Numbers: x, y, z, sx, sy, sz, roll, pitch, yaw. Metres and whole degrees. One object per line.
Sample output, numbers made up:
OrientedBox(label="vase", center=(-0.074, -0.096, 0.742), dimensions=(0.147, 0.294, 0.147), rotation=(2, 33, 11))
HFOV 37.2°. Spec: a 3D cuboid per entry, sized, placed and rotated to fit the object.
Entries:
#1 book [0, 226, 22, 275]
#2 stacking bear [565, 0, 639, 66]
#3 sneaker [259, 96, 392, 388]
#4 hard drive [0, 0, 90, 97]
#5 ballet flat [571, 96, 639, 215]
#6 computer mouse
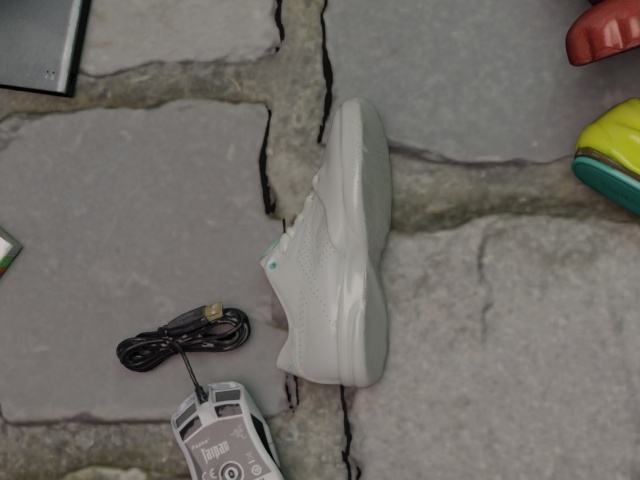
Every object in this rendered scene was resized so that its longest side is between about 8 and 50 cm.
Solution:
OrientedBox(label="book", center=(-0.326, 0.032, 0.783), dimensions=(0.096, 0.035, 0.144), rotation=(39, 94, 9))
OrientedBox(label="stacking bear", center=(0.204, -0.277, 0.608), dimensions=(0.175, 0.164, 0.289), rotation=(-17, 95, 16))
OrientedBox(label="sneaker", center=(0.000, 0.000, 0.702), dimensions=(0.094, 0.080, 0.212), rotation=(2, 87, 23))
OrientedBox(label="hard drive", center=(-0.238, -0.192, 0.788), dimensions=(0.094, 0.022, 0.135), rotation=(9, 87, 12))
OrientedBox(label="ballet flat", center=(0.281, -0.017, 0.647), dimensions=(0.231, 0.077, 0.077), rotation=(39, 79, 13))
OrientedBox(label="computer mouse", center=(-0.076, 0.147, 0.720), dimensions=(0.106, 0.042, 0.193), rotation=(-24, 75, 4))
